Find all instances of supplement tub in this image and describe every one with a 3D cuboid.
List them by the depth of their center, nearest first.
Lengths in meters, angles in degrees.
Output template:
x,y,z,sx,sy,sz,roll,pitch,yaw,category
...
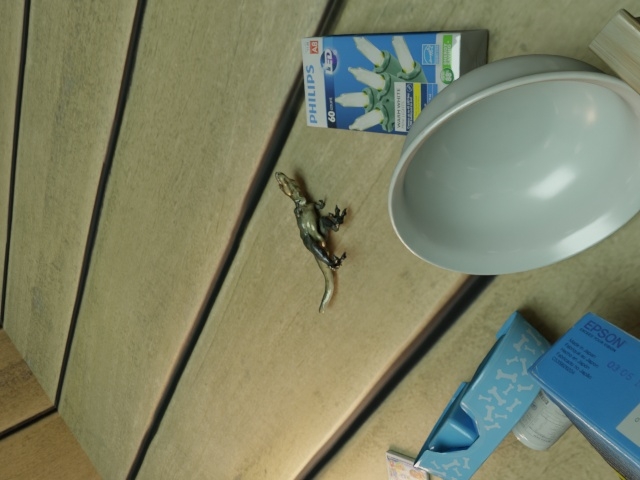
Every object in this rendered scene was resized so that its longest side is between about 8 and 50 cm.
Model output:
x,y,z,sx,sy,sz,roll,pitch,yaw,category
0.316,0.230,0.816,0.071,0.071,0.107,40,130,24,supplement tub

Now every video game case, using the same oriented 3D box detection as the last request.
x,y,z,sx,sy,sz,roll,pitch,yaw,category
0.164,0.451,1.086,0.087,0.011,0.122,5,110,42,video game case

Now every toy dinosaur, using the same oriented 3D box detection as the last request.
x,y,z,sx,sy,sz,roll,pitch,yaw,category
0.000,0.000,1.023,0.118,0.064,0.268,-4,104,58,toy dinosaur

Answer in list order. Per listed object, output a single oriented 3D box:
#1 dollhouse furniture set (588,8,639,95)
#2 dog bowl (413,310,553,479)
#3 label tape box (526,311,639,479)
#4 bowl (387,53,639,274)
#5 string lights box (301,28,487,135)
x,y,z,sx,sy,sz,roll,pitch,yaw,category
0.375,-0.231,0.486,0.212,0.161,0.242,52,142,18,dollhouse furniture set
0.232,0.234,0.838,0.074,0.166,0.297,32,127,16,dog bowl
0.401,0.252,0.625,0.334,0.106,0.240,46,179,-27,label tape box
0.217,-0.100,0.680,0.298,0.297,0.134,-54,29,41,bowl
0.097,-0.222,0.831,0.259,0.076,0.133,14,117,39,string lights box
